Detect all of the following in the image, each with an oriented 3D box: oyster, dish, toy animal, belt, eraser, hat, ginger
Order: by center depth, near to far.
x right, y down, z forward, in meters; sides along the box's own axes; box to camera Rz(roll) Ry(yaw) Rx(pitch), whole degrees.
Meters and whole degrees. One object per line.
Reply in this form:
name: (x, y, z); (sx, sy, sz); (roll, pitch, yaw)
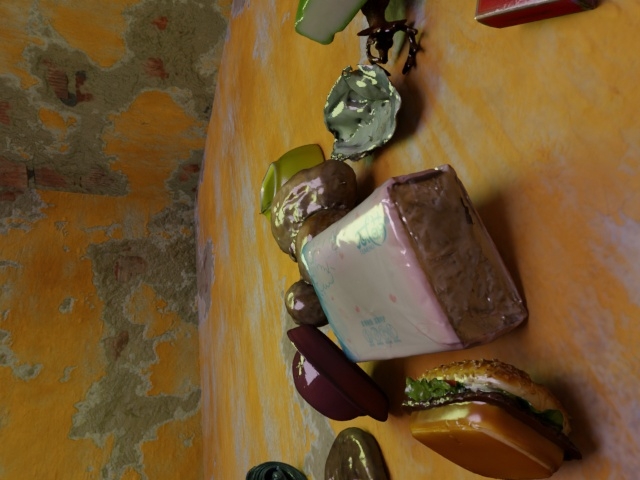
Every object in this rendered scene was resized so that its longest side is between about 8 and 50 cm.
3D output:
hat: (0.016, 0.217, 0.763); (0.089, 0.205, 0.205); (-47, 23, -4)
toy animal: (0.102, -0.414, 0.809); (0.260, 0.087, 0.243); (-114, 33, -56)
eraser: (0.047, -0.496, 0.809); (0.210, 0.092, 0.273); (-28, 49, 61)
oyster: (0.068, -0.201, 0.852); (0.199, 0.087, 0.252); (56, 160, 29)
ginger: (0.000, 0.000, 0.884); (0.244, 0.155, 0.303); (-50, 32, 32)
belt: (-0.093, 0.546, 1.052); (0.190, 0.142, 0.082); (-148, 66, -70)
dish: (-0.082, -0.115, 1.200); (0.262, 0.109, 0.220); (142, 130, -62)

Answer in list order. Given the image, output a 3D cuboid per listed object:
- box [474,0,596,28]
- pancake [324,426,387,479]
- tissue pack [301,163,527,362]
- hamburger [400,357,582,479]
box: (0.222, -0.312, 0.489); (0.112, 0.048, 0.175); (15, 101, 53)
pancake: (0.050, 0.438, 0.828); (0.242, 0.050, 0.241); (-175, 90, -70)
tissue pack: (0.094, 0.047, 0.628); (0.201, 0.124, 0.271); (63, 153, 5)
hamburger: (0.161, 0.168, 0.490); (0.087, 0.137, 0.166); (-60, 10, -30)
